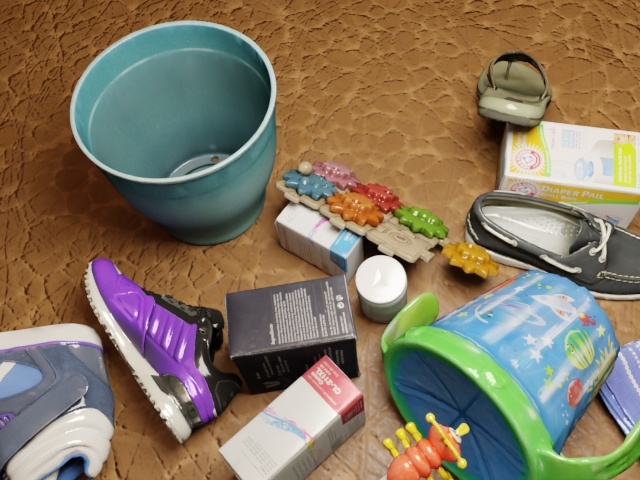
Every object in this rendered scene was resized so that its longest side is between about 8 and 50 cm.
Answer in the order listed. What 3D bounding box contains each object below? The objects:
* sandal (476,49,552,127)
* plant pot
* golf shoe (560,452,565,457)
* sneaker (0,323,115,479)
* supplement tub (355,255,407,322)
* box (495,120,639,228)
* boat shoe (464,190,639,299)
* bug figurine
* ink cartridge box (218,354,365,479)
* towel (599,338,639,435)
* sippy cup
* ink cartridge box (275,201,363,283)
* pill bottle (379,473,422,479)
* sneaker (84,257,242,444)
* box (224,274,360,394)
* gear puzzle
[{"bbox_3d":[0.308,-0.247,1.070,0.120,0.086,0.302,7,24,10],"label":"sandal"},{"bbox_3d":[-0.184,-0.131,1.009,0.272,0.255,0.271,-2,62,4],"label":"plant pot"},{"bbox_3d":[0.322,0.334,0.832,0.094,0.077,0.198,8,41,-30],"label":"golf shoe"},{"bbox_3d":[-0.431,0.249,0.888,0.323,0.130,0.236,-11,57,-8],"label":"sneaker"},{"bbox_3d":[0.086,0.070,0.960,0.071,0.107,0.070,-2,69,6],"label":"supplement tub"},{"bbox_3d":[0.373,-0.101,1.039,0.203,0.103,0.114,9,62,9],"label":"box"},{"bbox_3d":[0.360,0.005,0.989,0.303,0.091,0.114,11,63,10],"label":"boat shoe"},{"bbox_3d":[0.128,0.327,0.689,0.216,0.072,0.279,-38,66,-5],"label":"bug figurine"},{"bbox_3d":[-0.031,0.244,0.864,0.175,0.127,0.072,-39,64,-16],"label":"ink cartridge box"},{"bbox_3d":[0.550,0.202,0.898,0.336,0.040,0.243,-22,63,-8],"label":"towel"},{"bbox_3d":[0.237,0.158,0.851,0.224,0.240,0.305,-33,73,-25],"label":"sippy cup"},{"bbox_3d":[0.000,0.000,1.018,0.123,0.088,0.052,28,67,17],"label":"ink cartridge box"},{"bbox_3d":[0.141,0.374,0.779,0.131,0.131,0.229,-40,66,-16],"label":"pill bottle"},{"bbox_3d":[-0.212,0.127,0.966,0.146,0.102,0.293,-32,68,-17],"label":"sneaker"},{"bbox_3d":[-0.033,0.128,0.912,0.159,0.156,0.093,-10,60,-1],"label":"box"},{"bbox_3d":[0.107,-0.036,1.003,0.339,0.044,0.175,30,27,18],"label":"gear puzzle"}]
